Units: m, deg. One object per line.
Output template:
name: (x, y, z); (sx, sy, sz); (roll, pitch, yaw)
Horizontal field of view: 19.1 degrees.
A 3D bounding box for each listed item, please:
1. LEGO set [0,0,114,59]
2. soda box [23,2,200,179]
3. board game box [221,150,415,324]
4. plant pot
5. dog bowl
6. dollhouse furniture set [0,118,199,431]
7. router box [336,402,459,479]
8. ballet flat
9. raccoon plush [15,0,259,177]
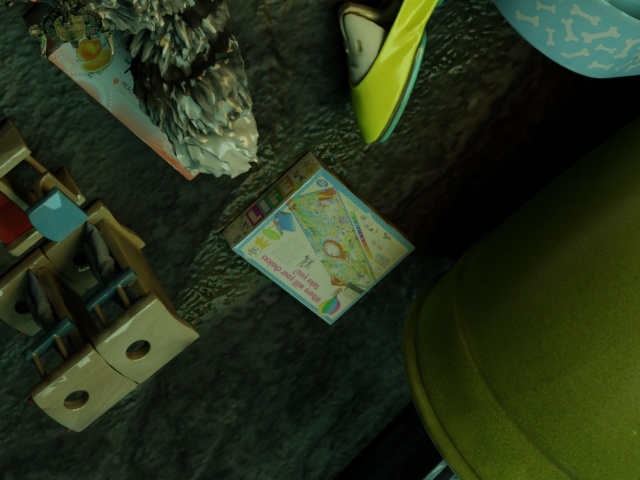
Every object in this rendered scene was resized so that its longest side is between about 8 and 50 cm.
LEGO set: (-0.160, -0.137, 1.148); (0.054, 0.023, 0.083); (-28, 131, 29)
soda box: (-0.137, -0.123, 1.422); (0.063, 0.058, 0.183); (-42, 137, 6)
board game box: (0.000, 0.000, 1.637); (0.103, 0.026, 0.154); (-42, 137, 8)
plant pot: (0.311, 0.044, 1.573); (0.366, 0.366, 0.353); (5, 135, -35)
dog bowl: (0.234, -0.202, 1.482); (0.297, 0.166, 0.074); (-10, 148, -51)
dollhouse furniture set: (-0.213, 0.031, 1.458); (0.129, 0.129, 0.184); (-39, 138, 5)
router box: (0.163, 0.240, 1.909); (0.309, 0.081, 0.243); (-46, 136, 11)
ballet flat: (0.059, -0.186, 1.487); (0.077, 0.077, 0.231); (19, 115, -17)
raccoon plush: (-0.210, -0.171, 1.193); (0.299, 0.216, 0.446); (-19, 121, -8)
